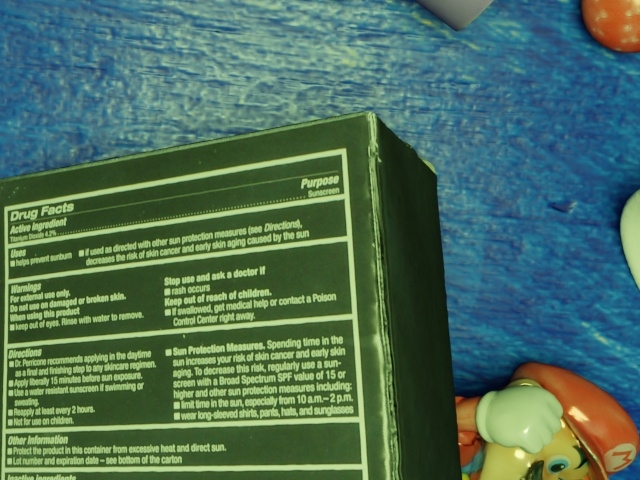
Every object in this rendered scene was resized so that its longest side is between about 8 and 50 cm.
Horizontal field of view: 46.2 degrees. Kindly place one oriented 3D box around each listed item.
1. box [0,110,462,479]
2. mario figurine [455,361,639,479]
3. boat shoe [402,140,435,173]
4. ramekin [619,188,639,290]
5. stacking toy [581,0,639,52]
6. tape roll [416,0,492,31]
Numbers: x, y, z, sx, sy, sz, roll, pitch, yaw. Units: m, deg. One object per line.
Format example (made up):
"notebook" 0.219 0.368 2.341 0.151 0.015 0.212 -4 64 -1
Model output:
"box" -0.062 0.092 0.541 0.296 0.183 0.293 -7 81 21
"mario figurine" 0.120 0.212 0.649 0.321 0.198 0.170 -13 84 3
"boat shoe" 0.000 0.000 0.677 0.233 0.084 0.079 -49 60 11
"ramekin" 0.393 0.032 0.601 0.135 0.277 0.277 -36 99 -5
"stacking toy" 0.391 -0.218 0.638 0.330 0.141 0.141 -9 99 3
"tape roll" 0.133 -0.263 0.578 0.080 0.189 0.189 36 95 -8
